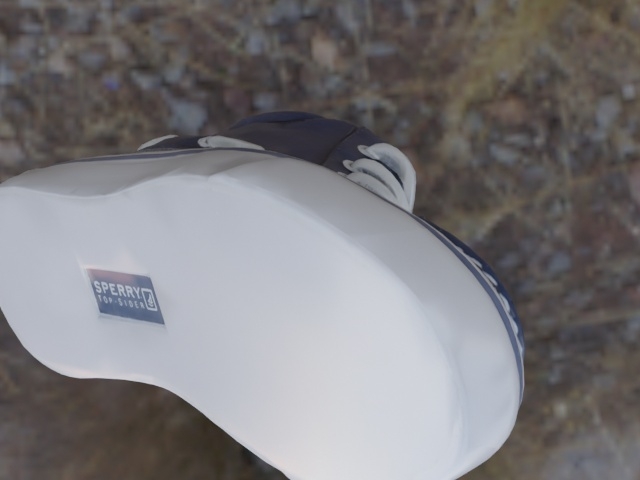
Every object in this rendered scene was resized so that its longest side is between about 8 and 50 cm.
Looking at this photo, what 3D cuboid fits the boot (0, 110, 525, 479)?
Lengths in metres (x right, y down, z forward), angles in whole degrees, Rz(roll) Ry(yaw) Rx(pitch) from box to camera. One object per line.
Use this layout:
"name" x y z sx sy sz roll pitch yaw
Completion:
"boot" 0.000 0.000 0.419 0.086 0.069 0.190 -22 -159 -30
